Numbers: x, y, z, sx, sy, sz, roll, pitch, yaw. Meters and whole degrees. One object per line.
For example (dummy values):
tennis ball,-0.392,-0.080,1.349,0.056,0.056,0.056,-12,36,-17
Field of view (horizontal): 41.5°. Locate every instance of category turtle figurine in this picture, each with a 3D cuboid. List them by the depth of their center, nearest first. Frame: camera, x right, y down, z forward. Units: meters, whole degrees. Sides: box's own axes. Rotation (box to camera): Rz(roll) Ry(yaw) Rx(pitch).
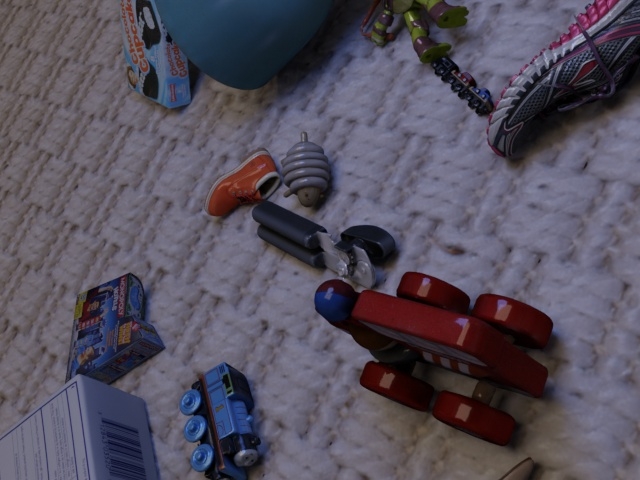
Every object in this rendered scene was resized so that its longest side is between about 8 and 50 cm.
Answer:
turtle figurine,0.156,-0.411,1.391,0.269,0.087,0.217,-53,49,31

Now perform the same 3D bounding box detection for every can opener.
can opener,0.000,0.000,1.346,0.093,0.074,0.280,-35,38,-31

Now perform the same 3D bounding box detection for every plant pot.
plant pot,-0.111,-0.453,1.497,0.235,0.293,0.293,-29,50,38

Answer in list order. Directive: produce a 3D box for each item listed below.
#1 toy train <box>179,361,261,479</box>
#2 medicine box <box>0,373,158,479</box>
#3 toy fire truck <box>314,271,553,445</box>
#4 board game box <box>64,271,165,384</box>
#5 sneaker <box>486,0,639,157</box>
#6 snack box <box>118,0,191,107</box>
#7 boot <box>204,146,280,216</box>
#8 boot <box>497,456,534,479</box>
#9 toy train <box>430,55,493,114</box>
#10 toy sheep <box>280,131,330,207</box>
toy train,-0.150,0.281,1.289,0.105,0.080,0.184,-32,49,13
medicine box,-0.419,0.416,1.379,0.289,0.149,0.263,-38,48,17
toy fire truck,0.122,0.115,1.037,0.302,0.254,0.169,15,76,43
board game box,-0.369,0.166,1.544,0.194,0.060,0.194,-20,54,28
sneaker,0.348,-0.222,1.151,0.299,0.121,0.112,-45,76,20
snack box,-0.350,-0.452,1.744,0.187,0.060,0.322,30,130,45
boot,-0.139,-0.087,1.507,0.158,0.059,0.084,-42,51,10
boot,0.229,0.324,0.986,0.118,0.042,0.087,-47,52,9
toy train,0.224,-0.245,1.323,0.036,0.027,0.158,-36,47,3
toy sheep,-0.026,-0.119,1.412,0.091,0.091,0.132,-17,74,31
